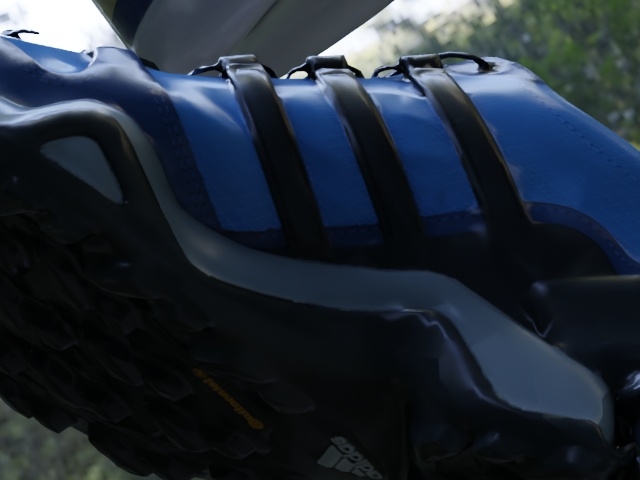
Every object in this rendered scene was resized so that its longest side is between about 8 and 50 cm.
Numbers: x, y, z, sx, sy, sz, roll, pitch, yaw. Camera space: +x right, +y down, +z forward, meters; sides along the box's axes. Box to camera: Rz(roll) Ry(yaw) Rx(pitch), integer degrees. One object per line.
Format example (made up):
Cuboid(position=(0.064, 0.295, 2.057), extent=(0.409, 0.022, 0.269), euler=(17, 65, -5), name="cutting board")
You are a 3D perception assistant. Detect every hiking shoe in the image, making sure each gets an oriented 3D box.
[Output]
Cuboid(position=(0.000, 0.000, 0.523), extent=(0.132, 0.304, 0.113), euler=(-57, -14, -36), name="hiking shoe")

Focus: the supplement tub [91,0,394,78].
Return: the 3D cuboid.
Cuboid(position=(-0.069, -0.247, 0.875), extent=(0.228, 0.316, 0.228), euler=(-37, -6, -5), name="supplement tub")
